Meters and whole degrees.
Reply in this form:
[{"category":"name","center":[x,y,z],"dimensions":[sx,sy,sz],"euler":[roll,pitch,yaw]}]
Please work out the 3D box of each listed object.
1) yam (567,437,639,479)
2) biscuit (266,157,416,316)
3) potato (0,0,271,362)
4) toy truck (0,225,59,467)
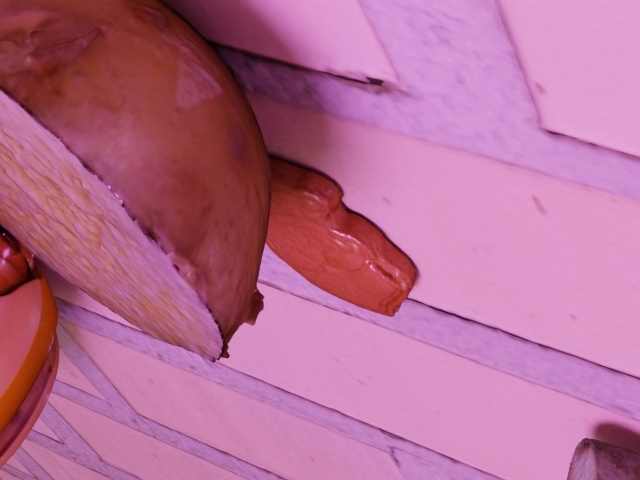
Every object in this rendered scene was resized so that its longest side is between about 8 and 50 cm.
[{"category":"yam","center":[0.202,0.160,0.939],"dimensions":[0.146,0.070,0.070],"euler":[19,156,14]},{"category":"biscuit","center":[0.000,0.000,0.941],"dimensions":[0.102,0.019,0.130],"euler":[10,150,48]},{"category":"potato","center":[-0.120,-0.068,0.833],"dimensions":[0.299,0.116,0.239],"euler":[20,156,53]},{"category":"toy truck","center":[-0.329,0.073,1.314],"dimensions":[0.288,0.204,0.211],"euler":[18,158,26]}]
